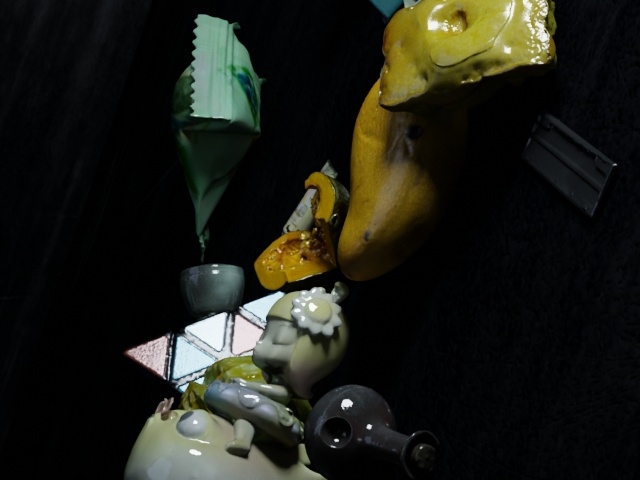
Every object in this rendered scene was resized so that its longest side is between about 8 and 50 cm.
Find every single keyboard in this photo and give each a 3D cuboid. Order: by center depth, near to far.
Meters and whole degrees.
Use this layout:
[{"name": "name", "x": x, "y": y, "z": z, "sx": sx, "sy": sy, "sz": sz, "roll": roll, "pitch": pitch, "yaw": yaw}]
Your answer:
[{"name": "keyboard", "x": 0.264, "y": -0.086, "z": 1.462, "sx": 0.198, "sy": 0.010, "sz": 0.063, "roll": -122, "pitch": 51, "yaw": -64}]

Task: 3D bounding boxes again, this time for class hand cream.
[{"name": "hand cream", "x": -0.015, "y": -0.055, "z": 2.112, "sx": 0.143, "sy": 0.039, "sz": 0.061, "roll": -61, "pitch": 21, "yaw": 15}]

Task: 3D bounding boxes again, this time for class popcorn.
[{"name": "popcorn", "x": -0.100, "y": 0.260, "z": 1.880, "sx": 0.221, "sy": 0.184, "sz": 0.204, "roll": 37, "pitch": 122, "yaw": 54}]

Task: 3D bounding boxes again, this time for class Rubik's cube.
[{"name": "Rubik's cube", "x": -0.151, "y": 0.239, "z": 2.058, "sx": 0.284, "sy": 0.250, "sz": 0.234, "roll": -58, "pitch": 44, "yaw": 22}]

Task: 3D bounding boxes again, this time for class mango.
[{"name": "mango", "x": 0.107, "y": -0.087, "z": 1.714, "sx": 0.177, "sy": 0.120, "sz": 0.294, "roll": -10, "pitch": 66, "yaw": 58}]

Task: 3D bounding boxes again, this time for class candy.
[{"name": "candy", "x": -0.208, "y": -0.181, "z": 2.534, "sx": 0.398, "sy": 0.172, "sz": 0.263, "roll": 110, "pitch": 168, "yaw": -45}]

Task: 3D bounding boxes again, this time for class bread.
[{"name": "bread", "x": 0.178, "y": -0.227, "z": 1.605, "sx": 0.233, "sy": 0.088, "sz": 0.160, "roll": -9, "pitch": 51, "yaw": 30}]

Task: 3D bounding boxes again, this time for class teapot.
[{"name": "teapot", "x": -0.192, "y": 0.103, "z": 2.333, "sx": 0.149, "sy": 0.111, "sz": 0.108, "roll": -25, "pitch": 64, "yaw": 56}]

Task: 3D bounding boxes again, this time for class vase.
[{"name": "vase", "x": 0.063, "y": 0.236, "z": 1.597, "sx": 0.183, "sy": 0.120, "sz": 0.120, "roll": 7, "pitch": 80, "yaw": 51}]

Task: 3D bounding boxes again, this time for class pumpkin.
[{"name": "pumpkin", "x": 0.000, "y": 0.000, "z": 1.927, "sx": 0.183, "sy": 0.108, "sz": 0.119, "roll": -55, "pitch": 33, "yaw": 22}]

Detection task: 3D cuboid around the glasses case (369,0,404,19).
[{"name": "glasses case", "x": 0.155, "y": -0.444, "z": 1.840, "sx": 0.301, "sy": 0.117, "sz": 0.070, "roll": -45, "pitch": -4, "yaw": 33}]

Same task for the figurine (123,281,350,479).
[{"name": "figurine", "x": -0.063, "y": 0.230, "z": 1.707, "sx": 0.394, "sy": 0.274, "sz": 0.227, "roll": -60, "pitch": 16, "yaw": -19}]

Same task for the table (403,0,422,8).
[{"name": "table", "x": 0.176, "y": -0.326, "z": 1.746, "sx": 0.146, "sy": 0.062, "sz": 0.175, "roll": -36, "pitch": 42, "yaw": 33}]

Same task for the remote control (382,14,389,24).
[{"name": "remote control", "x": 0.117, "y": -0.367, "z": 2.054, "sx": 0.096, "sy": 0.014, "sz": 0.039, "roll": 128, "pitch": 151, "yaw": -44}]
